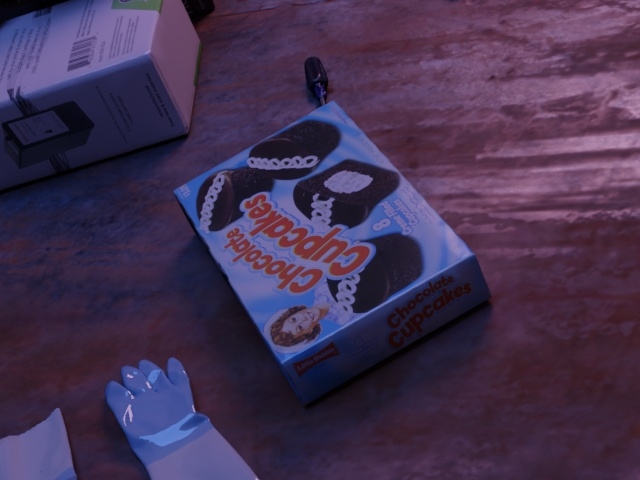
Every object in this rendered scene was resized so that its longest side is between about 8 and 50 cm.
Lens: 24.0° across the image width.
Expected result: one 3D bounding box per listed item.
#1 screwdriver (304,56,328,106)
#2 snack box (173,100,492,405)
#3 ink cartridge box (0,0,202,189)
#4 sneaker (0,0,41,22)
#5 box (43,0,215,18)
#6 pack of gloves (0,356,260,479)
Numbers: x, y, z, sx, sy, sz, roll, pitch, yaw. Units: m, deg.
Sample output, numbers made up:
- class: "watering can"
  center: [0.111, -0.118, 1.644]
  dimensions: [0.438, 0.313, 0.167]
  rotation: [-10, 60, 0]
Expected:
- class: "screwdriver"
  center: [0.004, -0.140, 1.588]
  dimensions: [0.024, 0.025, 0.170]
  rotation: [-20, 45, 6]
- class: "snack box"
  center: [0.000, 0.000, 1.370]
  dimensions: [0.187, 0.060, 0.322]
  rotation: [-30, 36, -6]
- class: "ink cartridge box"
  center: [-0.287, -0.181, 1.724]
  dimensions: [0.272, 0.115, 0.198]
  rotation: [-15, 36, 13]
- class: "sneaker"
  center: [-0.480, -0.276, 1.894]
  dimensions: [0.282, 0.153, 0.099]
  rotation: [9, 52, 9]
- class: "box"
  center: [-0.259, -0.355, 1.791]
  dimensions: [0.184, 0.261, 0.103]
  rotation: [-20, 56, 7]
- class: "pack of gloves"
  center: [-0.181, 0.181, 1.263]
  dimensions: [0.195, 0.046, 0.232]
  rotation: [-32, 36, -8]
